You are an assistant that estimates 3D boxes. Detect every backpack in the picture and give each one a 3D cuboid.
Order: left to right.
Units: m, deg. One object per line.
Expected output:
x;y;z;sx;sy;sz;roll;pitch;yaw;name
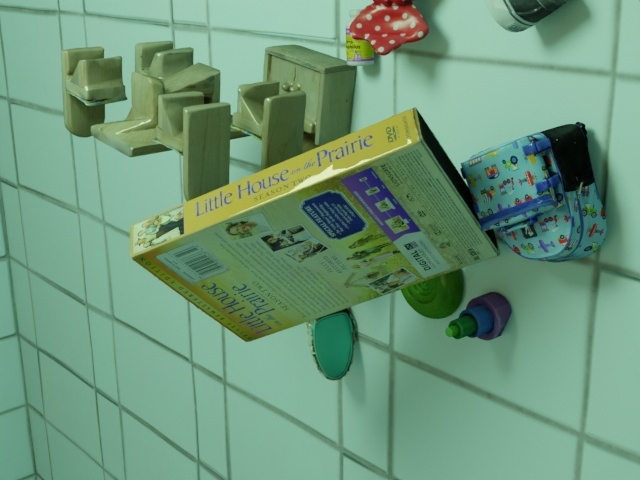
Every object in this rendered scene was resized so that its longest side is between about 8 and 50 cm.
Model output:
0.278;-0.048;1.187;0.158;0.117;0.173;-14;94;52;backpack

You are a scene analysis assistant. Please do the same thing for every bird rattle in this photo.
0.087;-0.399;1.298;0.207;0.143;0.253;-41;73;31;bird rattle

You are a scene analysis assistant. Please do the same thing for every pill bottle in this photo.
0.060;-0.312;1.417;0.043;0.043;0.083;15;113;47;pill bottle

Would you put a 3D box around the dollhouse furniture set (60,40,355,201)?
-0.152;-0.152;1.448;0.362;0.394;0.256;28;123;42;dollhouse furniture set

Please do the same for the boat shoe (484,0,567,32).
0.219;-0.414;1.141;0.102;0.108;0.301;-25;85;51;boat shoe

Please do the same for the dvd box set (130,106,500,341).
0.000;0.000;1.264;0.421;0.307;0.062;-21;53;19;dvd box set

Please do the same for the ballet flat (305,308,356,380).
0.009;0.123;1.616;0.077;0.091;0.240;-176;77;-81;ballet flat

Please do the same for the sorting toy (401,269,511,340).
0.115;0.061;1.414;0.366;0.126;0.127;32;125;41;sorting toy
